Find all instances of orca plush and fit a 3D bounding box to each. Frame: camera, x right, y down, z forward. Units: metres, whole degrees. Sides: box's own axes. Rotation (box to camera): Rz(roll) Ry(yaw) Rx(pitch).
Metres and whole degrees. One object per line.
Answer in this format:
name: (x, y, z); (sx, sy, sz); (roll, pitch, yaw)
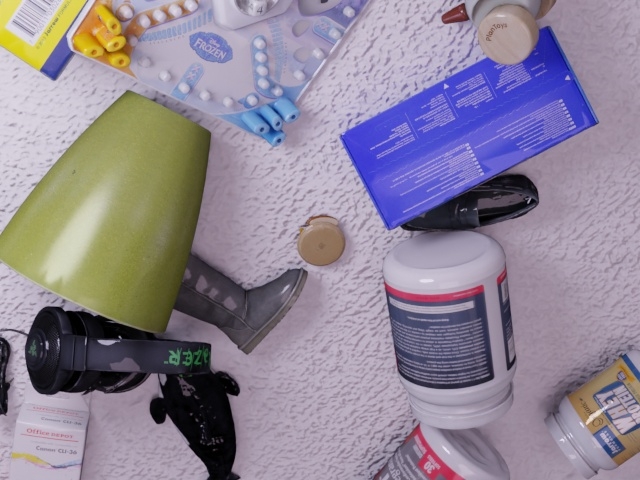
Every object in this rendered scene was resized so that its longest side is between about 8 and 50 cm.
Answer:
orca plush: (-0.204, 0.313, 1.847); (0.151, 0.102, 0.287); (-2, 112, -4)

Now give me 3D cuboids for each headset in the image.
headset: (-0.356, 0.196, 1.719); (0.394, 0.243, 0.185); (2, 85, 27)

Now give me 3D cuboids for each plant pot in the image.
plant pot: (-0.285, -0.058, 1.633); (0.275, 0.275, 0.293); (26, 90, -14)

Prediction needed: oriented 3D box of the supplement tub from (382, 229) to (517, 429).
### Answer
supplement tub: (0.206, 0.136, 1.767); (0.191, 0.191, 0.272); (-10, 111, -1)

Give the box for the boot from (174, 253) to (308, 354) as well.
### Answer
boot: (-0.151, 0.066, 1.780); (0.208, 0.076, 0.189); (38, 101, -10)

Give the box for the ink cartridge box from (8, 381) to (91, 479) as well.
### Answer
ink cartridge box: (-0.445, 0.338, 1.854); (0.115, 0.067, 0.198); (8, 110, -8)

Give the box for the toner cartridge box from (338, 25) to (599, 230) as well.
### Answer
toner cartridge box: (0.218, -0.166, 1.688); (0.348, 0.075, 0.165); (-27, 93, 6)

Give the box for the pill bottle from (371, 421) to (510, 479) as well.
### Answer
pill bottle: (0.156, 0.456, 1.895); (0.176, 0.176, 0.318); (33, 105, -16)

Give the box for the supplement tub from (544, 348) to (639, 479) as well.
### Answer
supplement tub: (0.489, 0.290, 1.877); (0.200, 0.144, 0.144); (-38, 110, 9)

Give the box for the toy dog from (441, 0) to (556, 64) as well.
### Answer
toy dog: (0.223, -0.412, 1.575); (0.161, 0.220, 0.333); (1, 107, 28)

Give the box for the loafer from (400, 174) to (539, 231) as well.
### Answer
loafer: (0.229, -0.055, 1.754); (0.223, 0.078, 0.076); (-11, 112, -1)

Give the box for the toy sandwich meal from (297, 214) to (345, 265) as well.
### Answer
toy sandwich meal: (0.000, 0.000, 1.784); (0.086, 0.029, 0.085); (-3, 116, -5)

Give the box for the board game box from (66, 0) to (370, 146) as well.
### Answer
board game box: (-0.083, -0.340, 1.524); (0.390, 0.050, 0.390); (22, 111, -46)

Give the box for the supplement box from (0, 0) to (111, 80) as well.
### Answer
supplement box: (-0.440, -0.406, 1.495); (0.357, 0.194, 0.195); (34, 105, -16)
